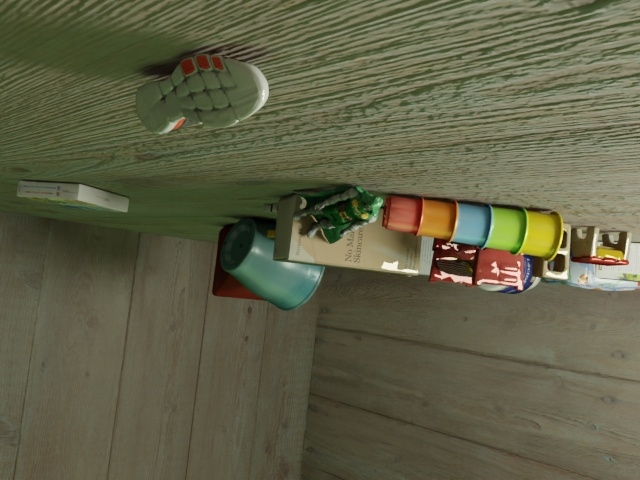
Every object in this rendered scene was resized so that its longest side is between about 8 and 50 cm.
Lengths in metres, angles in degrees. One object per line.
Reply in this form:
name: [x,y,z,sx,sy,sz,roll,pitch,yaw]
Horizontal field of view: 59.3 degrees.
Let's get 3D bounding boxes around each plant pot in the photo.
plant pot: [-0.253,0.067,2.088,0.268,0.267,0.236,7,163,-10]
plant pot: [-0.168,0.058,1.792,0.255,0.271,0.272,27,164,-35]

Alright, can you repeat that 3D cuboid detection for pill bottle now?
pill bottle: [0.552,0.080,1.666,0.153,0.153,0.265,2,175,40]

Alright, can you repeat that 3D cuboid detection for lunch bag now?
lunch bag: [0.833,0.091,1.709,0.304,0.114,0.243,5,178,0]

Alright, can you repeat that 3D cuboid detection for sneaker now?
sneaker: [-0.099,-0.134,0.503,0.158,0.061,0.065,4,-158,38]

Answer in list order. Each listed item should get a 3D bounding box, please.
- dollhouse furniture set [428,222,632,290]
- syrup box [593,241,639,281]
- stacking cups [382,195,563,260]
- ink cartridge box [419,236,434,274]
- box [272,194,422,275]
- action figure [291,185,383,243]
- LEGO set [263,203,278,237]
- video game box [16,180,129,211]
dollhouse furniture set: [0.458,0.040,1.247,0.374,0.152,0.201,7,176,-14]
syrup box: [0.805,0.057,1.375,0.237,0.096,0.093,2,174,34]
stacking cups: [0.276,-0.037,1.041,0.317,0.095,0.096,11,176,0]
ink cartridge box: [0.282,0.032,1.555,0.175,0.127,0.072,4,177,23]
box: [0.061,-0.007,1.253,0.311,0.147,0.121,6,176,-21]
action figure: [0.036,-0.053,1.050,0.137,0.063,0.232,50,150,-17]
LEGO set: [-0.080,-0.035,1.460,0.093,0.086,0.227,3,173,35]
video game box: [-0.640,-0.113,1.470,0.187,0.048,0.205,2,175,17]
